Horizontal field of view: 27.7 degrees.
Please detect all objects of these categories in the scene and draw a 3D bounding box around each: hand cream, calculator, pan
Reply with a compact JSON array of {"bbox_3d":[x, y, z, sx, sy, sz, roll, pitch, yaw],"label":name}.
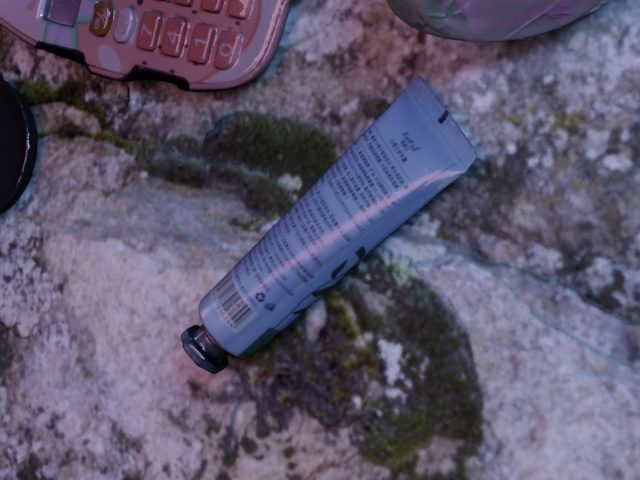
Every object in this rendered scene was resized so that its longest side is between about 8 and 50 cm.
[{"bbox_3d":[0.000,0.000,0.959,0.271,0.058,0.091,-44,51,19],"label":"hand cream"},{"bbox_3d":[-0.139,-0.238,1.086,0.330,0.048,0.220,19,95,32],"label":"calculator"},{"bbox_3d":[-0.322,-0.036,1.198,0.136,0.028,0.235,14,90,35],"label":"pan"}]

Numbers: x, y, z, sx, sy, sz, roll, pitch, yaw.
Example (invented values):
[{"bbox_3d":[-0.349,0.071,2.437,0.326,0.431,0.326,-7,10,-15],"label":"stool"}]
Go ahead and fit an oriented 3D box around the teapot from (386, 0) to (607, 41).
[{"bbox_3d":[0.136,-0.243,0.825,0.222,0.163,0.178,-20,67,32],"label":"teapot"}]
